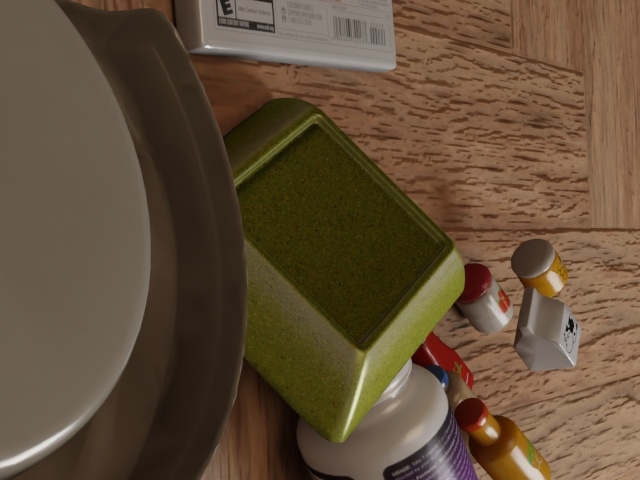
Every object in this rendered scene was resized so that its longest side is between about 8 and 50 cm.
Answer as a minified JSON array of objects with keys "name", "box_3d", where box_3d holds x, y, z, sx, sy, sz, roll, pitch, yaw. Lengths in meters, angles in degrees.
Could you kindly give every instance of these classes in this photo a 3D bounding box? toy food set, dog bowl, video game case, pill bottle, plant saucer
[{"name":"toy food set","box_3d":[0.130,0.081,0.924,0.104,0.111,0.232,50,44,-38]},{"name":"dog bowl","box_3d":[-0.181,-0.021,0.452,0.349,0.102,0.348,33,46,-41]},{"name":"video game case","box_3d":[-0.023,-0.227,0.813,0.227,0.026,0.206,-6,92,-53]},{"name":"pill bottle","box_3d":[0.047,0.152,0.808,0.108,0.108,0.193,-47,125,-45]},{"name":"plant saucer","box_3d":[0.000,0.000,0.729,0.188,0.045,0.188,45,44,0]}]
